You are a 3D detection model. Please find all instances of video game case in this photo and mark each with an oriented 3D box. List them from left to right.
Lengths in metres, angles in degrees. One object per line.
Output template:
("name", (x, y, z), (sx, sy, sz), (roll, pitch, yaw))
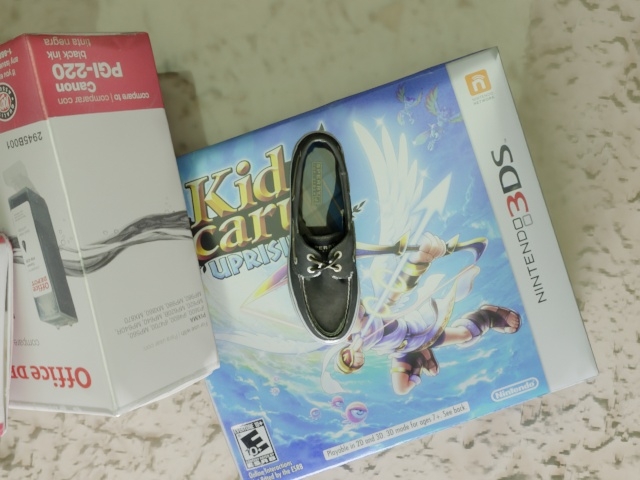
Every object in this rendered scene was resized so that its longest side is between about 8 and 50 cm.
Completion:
("video game case", (0.032, 0.023, 0.532), (0.269, 0.061, 0.245), (-20, 95, 0))

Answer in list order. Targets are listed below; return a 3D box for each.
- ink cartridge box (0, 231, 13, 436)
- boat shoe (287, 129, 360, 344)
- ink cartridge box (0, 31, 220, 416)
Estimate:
("ink cartridge box", (-0.358, 0.049, 0.388), (0.306, 0.226, 0.131), (4, 97, 24))
("boat shoe", (0.000, 0.000, 0.476), (0.049, 0.040, 0.142), (-5, 95, -1))
("ink cartridge box", (-0.167, -0.006, 0.472), (0.158, 0.092, 0.218), (-7, 99, 37))
